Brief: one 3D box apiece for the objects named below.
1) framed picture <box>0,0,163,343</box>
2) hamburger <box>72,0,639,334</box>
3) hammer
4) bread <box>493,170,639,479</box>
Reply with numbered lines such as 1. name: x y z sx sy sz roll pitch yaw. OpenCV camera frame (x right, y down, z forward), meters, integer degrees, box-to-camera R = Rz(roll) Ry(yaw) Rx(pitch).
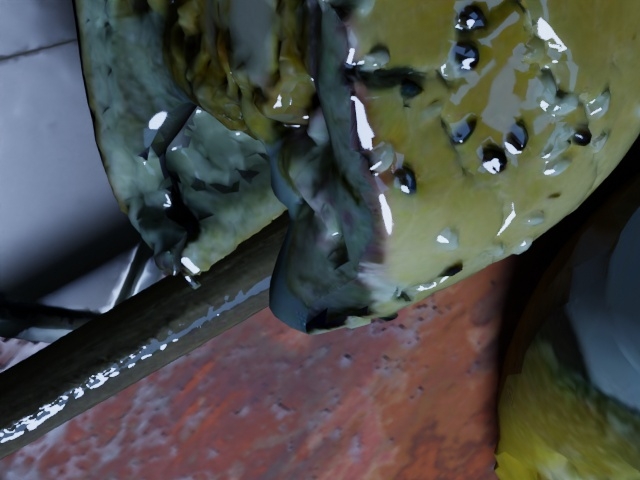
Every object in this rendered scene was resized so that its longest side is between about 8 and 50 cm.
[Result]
1. framed picture: -0.152 -0.063 0.571 0.281 0.019 0.209 11 114 -35
2. hamburger: 0.027 -0.126 0.521 0.192 0.167 0.288 -17 114 -25
3. hammer: 0.000 0.000 0.643 0.365 0.111 0.043 -30 129 -7
4. bread: 0.277 0.041 0.741 0.395 0.239 0.264 -39 131 -5
